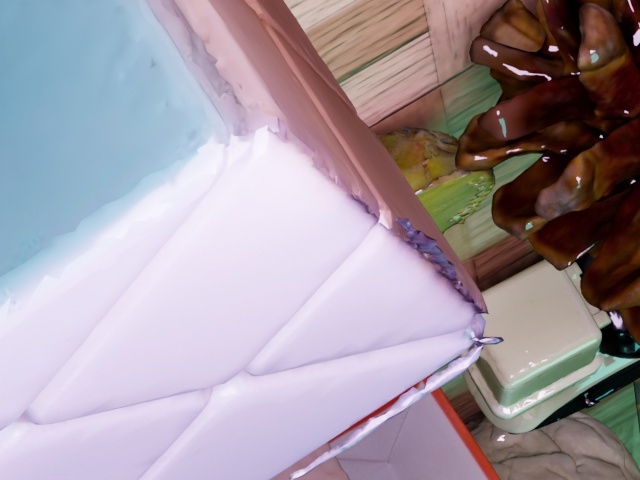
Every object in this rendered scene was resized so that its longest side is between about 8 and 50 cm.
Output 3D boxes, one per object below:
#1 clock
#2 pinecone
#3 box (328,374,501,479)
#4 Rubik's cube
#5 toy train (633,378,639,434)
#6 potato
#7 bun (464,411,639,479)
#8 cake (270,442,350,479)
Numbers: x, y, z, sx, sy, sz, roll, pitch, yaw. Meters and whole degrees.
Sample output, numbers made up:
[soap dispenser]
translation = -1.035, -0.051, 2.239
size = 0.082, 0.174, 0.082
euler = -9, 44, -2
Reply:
[clock]
translation = 0.271, 0.014, 1.339
size = 0.379, 0.120, 0.276
euler = -30, 165, -3
[pinecone]
translation = 0.207, -0.053, 0.934
size = 0.309, 0.244, 0.244
euler = 2, 143, -38
[box]
translation = 0.066, 0.205, 1.393
size = 0.133, 0.182, 0.099
euler = -29, 159, -16
[Rubik's cube]
translation = -0.120, -0.021, 0.532
size = 0.231, 0.224, 0.221
euler = -34, 160, 6
[toy train]
translation = 0.333, 0.173, 1.713
size = 0.099, 0.188, 0.072
euler = -9, 173, 28
[potato]
translation = 0.000, 0.000, 1.006
size = 0.119, 0.054, 0.198
euler = -13, 158, -50
[bun]
translation = 0.141, 0.211, 1.554
size = 0.229, 0.145, 0.229
euler = -20, 170, -4
[cake]
translation = -0.087, 0.251, 1.197
size = 0.230, 0.237, 0.309
euler = -23, 157, -24
